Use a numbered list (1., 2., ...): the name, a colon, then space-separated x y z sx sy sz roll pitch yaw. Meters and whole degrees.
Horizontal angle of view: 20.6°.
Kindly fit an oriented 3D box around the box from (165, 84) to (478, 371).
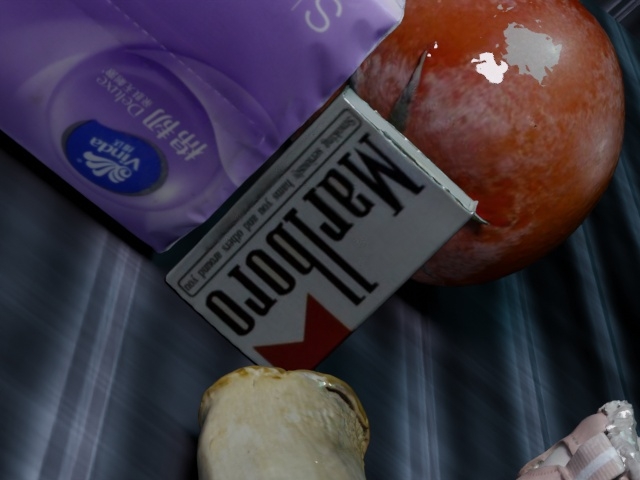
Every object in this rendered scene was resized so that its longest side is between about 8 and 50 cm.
1. box: 0.000 0.000 1.130 0.115 0.177 0.036 42 21 -8

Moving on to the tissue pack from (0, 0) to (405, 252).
1. tissue pack: -0.147 -0.186 1.106 0.338 0.242 0.160 39 20 -17

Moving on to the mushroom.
1. mushroom: -0.018 0.179 0.895 0.122 0.095 0.351 20 25 -8

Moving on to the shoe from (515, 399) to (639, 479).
1. shoe: 0.217 0.233 1.073 0.351 0.198 0.172 25 30 -40

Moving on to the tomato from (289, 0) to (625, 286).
1. tomato: 0.117 -0.104 1.409 0.265 0.265 0.265 38 22 -18
